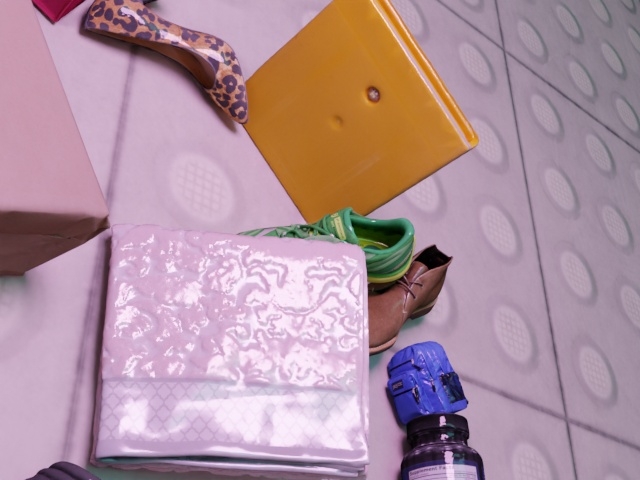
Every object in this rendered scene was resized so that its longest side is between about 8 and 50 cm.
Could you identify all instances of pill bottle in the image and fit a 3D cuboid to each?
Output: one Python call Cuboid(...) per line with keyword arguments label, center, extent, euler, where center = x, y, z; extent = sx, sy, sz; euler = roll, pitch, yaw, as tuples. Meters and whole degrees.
Cuboid(label="pill bottle", center=(0.179, 0.368, 1.205), extent=(0.122, 0.122, 0.219), euler=(23, 50, -35))

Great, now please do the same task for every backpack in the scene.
Cuboid(label="backpack", center=(0.158, 0.219, 1.301), extent=(0.101, 0.098, 0.120), euler=(-2, 67, -42))

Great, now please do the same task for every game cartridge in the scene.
Cuboid(label="game cartridge", center=(0.037, -0.184, 1.261), extent=(0.052, 0.323, 0.285), euler=(-35, 92, -48))

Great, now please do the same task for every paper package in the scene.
Cuboid(label="paper package", center=(-0.412, -0.131, 0.840), extent=(0.309, 0.168, 0.325), euler=(-1, 66, -61))

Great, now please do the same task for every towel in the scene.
Cuboid(label="towel", center=(-0.100, 0.127, 1.022), extent=(0.331, 0.053, 0.317), euler=(6, 58, -13))

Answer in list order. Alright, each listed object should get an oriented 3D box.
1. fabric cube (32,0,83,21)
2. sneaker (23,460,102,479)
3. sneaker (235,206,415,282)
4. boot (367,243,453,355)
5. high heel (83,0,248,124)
Cuboid(label="fabric cube", center=(-0.328, -0.512, 1.150), extent=(0.254, 0.259, 0.258), euler=(47, 40, -14))
Cuboid(label="sneaker", center=(-0.215, 0.345, 0.826), extent=(0.296, 0.104, 0.147), euler=(51, 45, -1))
Cuboid(label="sneaker", center=(0.000, 0.000, 1.215), extent=(0.295, 0.124, 0.109), euler=(-4, 52, -19))
Cuboid(label="boot", center=(0.111, 0.082, 1.307), extent=(0.112, 0.115, 0.305), euler=(40, 33, 17))
Cuboid(label="high heel", center=(-0.226, -0.262, 1.252), extent=(0.186, 0.093, 0.261), euler=(-35, 101, -33))
